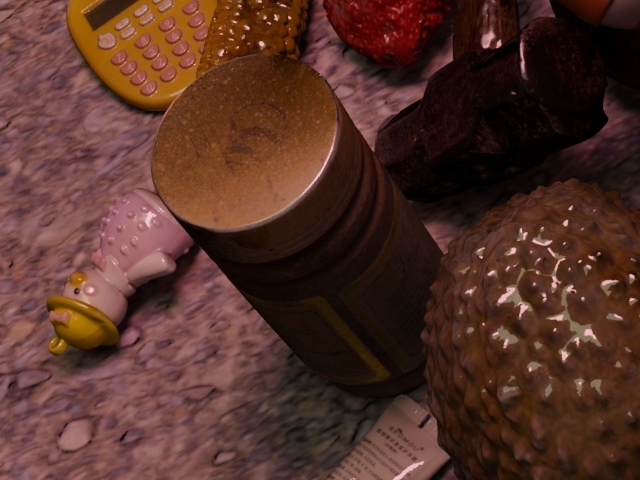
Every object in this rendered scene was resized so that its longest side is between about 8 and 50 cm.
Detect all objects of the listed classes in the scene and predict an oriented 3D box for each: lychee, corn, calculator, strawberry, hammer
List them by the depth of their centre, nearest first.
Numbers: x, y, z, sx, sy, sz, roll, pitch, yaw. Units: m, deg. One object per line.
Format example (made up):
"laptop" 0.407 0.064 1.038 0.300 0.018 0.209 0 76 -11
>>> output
"lychee" 0.189 0.092 1.486 0.255 0.274 0.255 -26 34 20
"hammer" 0.144 -0.245 1.694 0.242 0.095 0.409 -32 52 57
"strawberry" 0.058 -0.237 1.812 0.131 0.131 0.148 1 55 24
"corn" -0.058 -0.210 1.866 0.097 0.097 0.320 -3 59 23
"calculator" -0.173 -0.221 1.960 0.146 0.032 0.235 -35 56 2

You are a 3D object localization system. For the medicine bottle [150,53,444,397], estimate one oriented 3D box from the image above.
"medicine bottle" 0.000 0.000 1.577 0.151 0.322 0.151 -11 59 18

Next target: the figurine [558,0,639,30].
"figurine" 0.272 -0.204 1.516 0.271 0.143 0.143 39 82 25

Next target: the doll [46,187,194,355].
"doll" -0.178 0.020 1.797 0.207 0.081 0.129 -53 37 -8

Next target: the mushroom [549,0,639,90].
"mushroom" 0.330 -0.242 1.673 0.278 0.163 0.297 -39 55 11

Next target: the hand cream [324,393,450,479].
"hand cream" 0.014 0.227 1.618 0.234 0.050 0.080 -46 54 -11
